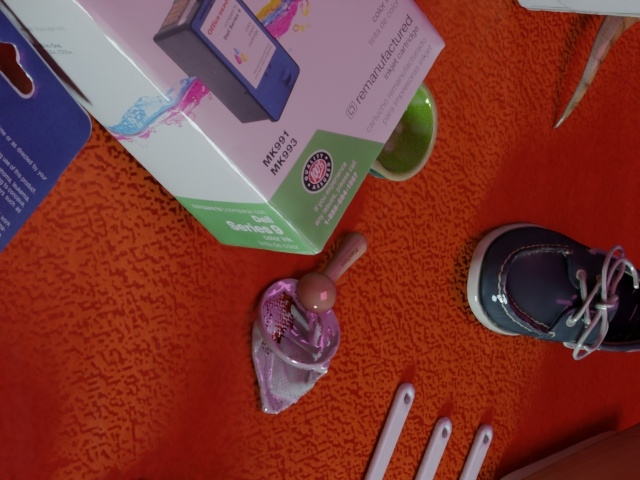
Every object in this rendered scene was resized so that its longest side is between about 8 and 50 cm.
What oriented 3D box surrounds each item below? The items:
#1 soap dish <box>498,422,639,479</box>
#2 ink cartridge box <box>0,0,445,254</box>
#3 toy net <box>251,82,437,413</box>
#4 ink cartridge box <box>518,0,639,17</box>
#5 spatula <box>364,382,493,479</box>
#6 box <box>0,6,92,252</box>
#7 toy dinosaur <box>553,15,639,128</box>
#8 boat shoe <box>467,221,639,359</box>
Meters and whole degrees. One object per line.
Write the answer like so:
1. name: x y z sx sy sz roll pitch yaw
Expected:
1. soap dish: 0.236 0.320 1.127 0.229 0.118 0.291 -11 109 -46
2. ink cartridge box: -0.051 -0.116 0.692 0.212 0.093 0.154 47 65 -34
3. toy net: 0.000 0.000 0.830 0.122 0.045 0.232 15 89 -49
4. ink cartridge box: 0.230 -0.312 0.883 0.198 0.197 0.270 45 68 -44
5. spatula: 0.056 0.234 0.978 0.168 0.019 0.242 33 76 -46
6. box: -0.211 -0.014 0.599 0.225 0.036 0.136 -55 135 -21
7. toy dinosaur: 0.246 -0.195 1.035 0.211 0.064 0.112 -51 134 -25
8. boat shoe: 0.209 0.047 1.049 0.254 0.079 0.095 21 85 -49
